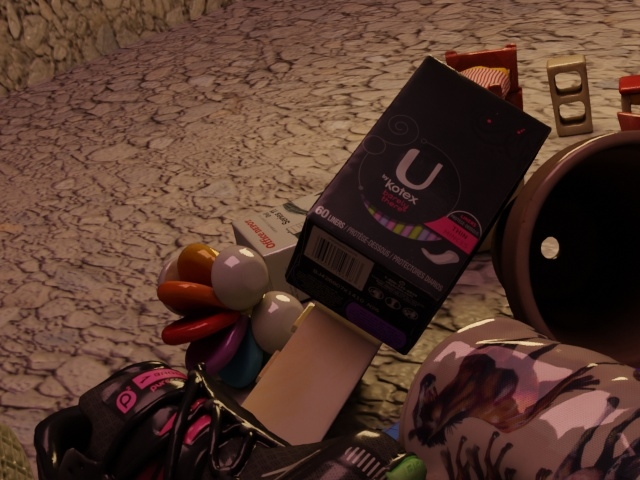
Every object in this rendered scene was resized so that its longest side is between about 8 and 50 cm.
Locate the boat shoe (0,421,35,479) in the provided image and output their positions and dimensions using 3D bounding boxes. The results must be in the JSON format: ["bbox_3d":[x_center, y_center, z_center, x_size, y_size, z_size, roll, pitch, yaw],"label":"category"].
[{"bbox_3d":[-0.378,0.323,1.067,0.156,0.187,0.500,-17,19,5],"label":"boat shoe"}]

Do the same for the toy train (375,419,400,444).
[{"bbox_3d":[0.109,0.205,1.188,0.184,0.080,0.105,-32,24,-34],"label":"toy train"}]

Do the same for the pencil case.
[{"bbox_3d":[0.241,0.191,0.860,0.410,0.160,0.183,22,49,41],"label":"pencil case"}]

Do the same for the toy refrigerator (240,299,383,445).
[{"bbox_3d":[-0.021,0.160,1.277,0.094,0.102,0.269,31,36,6],"label":"toy refrigerator"}]

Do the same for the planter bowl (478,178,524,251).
[{"bbox_3d":[0.202,-0.050,1.647,0.162,0.109,0.162,-12,24,5],"label":"planter bowl"}]

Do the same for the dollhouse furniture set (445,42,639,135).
[{"bbox_3d":[0.366,-0.210,1.854,0.374,0.152,0.201,-6,26,17],"label":"dollhouse furniture set"}]

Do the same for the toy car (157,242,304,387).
[{"bbox_3d":[-0.119,0.097,1.433,0.159,0.182,0.136,-12,35,47],"label":"toy car"}]

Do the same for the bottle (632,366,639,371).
[{"bbox_3d":[0.240,0.186,1.106,0.282,0.118,0.092,-23,11,-18],"label":"bottle"}]

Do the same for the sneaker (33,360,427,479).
[{"bbox_3d":[-0.117,0.201,1.013,0.185,0.202,0.482,-23,6,-43],"label":"sneaker"}]

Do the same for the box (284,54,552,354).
[{"bbox_3d":[0.106,-0.041,1.321,0.165,0.143,0.270,32,59,6],"label":"box"}]

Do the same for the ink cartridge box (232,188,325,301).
[{"bbox_3d":[0.000,0.000,1.668,0.208,0.087,0.153,-21,25,-14],"label":"ink cartridge box"}]

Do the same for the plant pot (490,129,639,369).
[{"bbox_3d":[0.295,0.011,1.341,0.263,0.263,0.229,-18,8,-11],"label":"plant pot"}]
